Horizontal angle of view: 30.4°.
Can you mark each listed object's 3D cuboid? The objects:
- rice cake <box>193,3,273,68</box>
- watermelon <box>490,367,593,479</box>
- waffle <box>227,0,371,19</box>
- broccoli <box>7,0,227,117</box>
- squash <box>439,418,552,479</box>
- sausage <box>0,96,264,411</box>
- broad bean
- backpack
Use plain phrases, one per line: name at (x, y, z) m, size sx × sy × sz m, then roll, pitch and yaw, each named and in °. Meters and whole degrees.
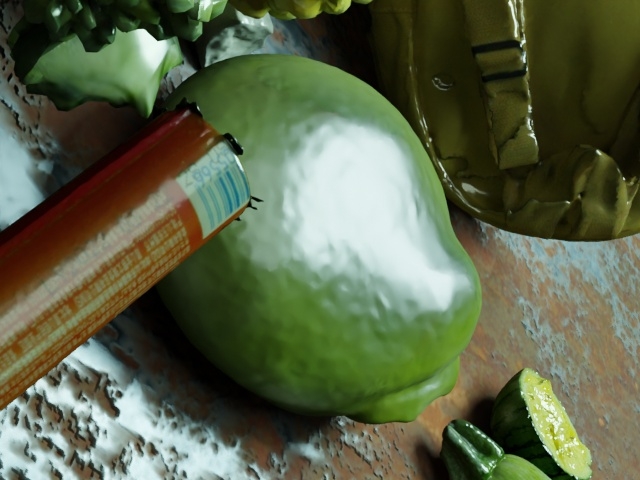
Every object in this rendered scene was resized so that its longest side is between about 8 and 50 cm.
rice cake at (-0.094, -0.250, 0.838) m, size 0.052 × 0.057 × 0.256 m, roll -7°, pitch 79°, yaw -69°
watermelon at (0.176, 0.161, 0.974) m, size 0.105 × 0.062 × 0.105 m, roll 44°, pitch 28°, yaw -30°
waffle at (-0.070, -0.256, 0.689) m, size 0.065 × 0.309 × 0.283 m, roll -46°, pitch 143°, yaw -36°
broccoli at (-0.187, -0.213, 0.548) m, size 0.338 × 0.277 × 0.318 m, roll -8°, pitch 100°, yaw -43°
squash at (0.140, 0.197, 0.912) m, size 0.105 × 0.105 × 0.132 m, roll -11°, pitch 65°, yaw -52°
sausage at (-0.149, 0.029, 0.586) m, size 0.264 × 0.083 × 0.083 m, roll -41°, pitch 108°, yaw -28°
broad bean at (0.000, 0.000, 0.790) m, size 0.291 × 0.119 × 0.238 m, roll 38°, pitch 57°, yaw -31°
backpack at (0.196, -0.191, 0.967) m, size 0.201 × 0.353 × 0.378 m, roll -70°, pitch 172°, yaw -80°
